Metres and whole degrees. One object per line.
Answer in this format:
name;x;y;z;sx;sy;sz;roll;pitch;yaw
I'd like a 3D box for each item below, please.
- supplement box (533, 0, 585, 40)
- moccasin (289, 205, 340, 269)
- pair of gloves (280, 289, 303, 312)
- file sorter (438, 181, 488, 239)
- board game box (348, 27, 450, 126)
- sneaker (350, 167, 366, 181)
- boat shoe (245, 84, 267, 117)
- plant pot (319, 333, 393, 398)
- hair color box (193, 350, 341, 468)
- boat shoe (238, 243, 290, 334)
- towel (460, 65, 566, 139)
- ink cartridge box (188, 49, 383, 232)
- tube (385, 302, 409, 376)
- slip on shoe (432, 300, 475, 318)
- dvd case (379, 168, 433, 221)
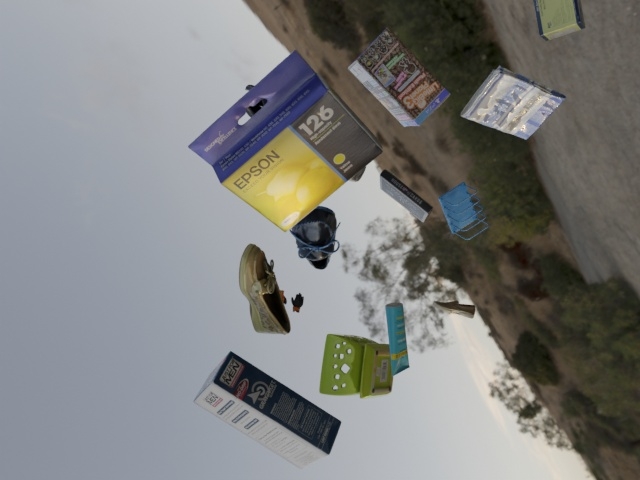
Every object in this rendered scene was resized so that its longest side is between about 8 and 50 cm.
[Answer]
supplement box;0.507;-0.482;1.225;0.056;0.083;0.083;-7;-93;-56
moccasin;0.000;0.000;1.573;0.342;0.138;0.116;54;-150;-71
pair of gloves;-0.089;0.168;1.608;0.074;0.083;0.010;-80;-1;-51
file sorter;0.540;-0.108;2.151;0.170;0.118;0.104;62;171;-28
board game box;0.252;-0.528;1.906;0.291;0.141;0.232;43;-175;-11
sneaker;-0.005;-0.238;1.389;0.281;0.115;0.105;50;-118;-40
boat shoe;-0.080;-0.318;1.574;0.158;0.127;0.340;-9;-140;-44
plant pot;0.150;0.473;2.147;0.227;0.207;0.228;16;-102;-53
hair color box;-0.139;0.445;1.500;0.347;0.174;0.105;34;-132;-7
boat shoe;-0.135;0.126;1.459;0.104;0.089;0.285;-63;-28;-43
towel;0.626;-0.438;1.878;0.285;0.209;0.034;15;-132;-20
ink cartridge box;-0.064;-0.194;1.236;0.307;0.304;0.072;36;-158;-44
tube;0.225;0.287;1.690;0.080;0.052;0.207;-13;-79;-36
slip on shoe;0.414;0.204;1.781;0.135;0.041;0.051;17;-173;0
dvd case;0.256;-0.130;1.741;0.179;0.029;0.239;40;-178;8
